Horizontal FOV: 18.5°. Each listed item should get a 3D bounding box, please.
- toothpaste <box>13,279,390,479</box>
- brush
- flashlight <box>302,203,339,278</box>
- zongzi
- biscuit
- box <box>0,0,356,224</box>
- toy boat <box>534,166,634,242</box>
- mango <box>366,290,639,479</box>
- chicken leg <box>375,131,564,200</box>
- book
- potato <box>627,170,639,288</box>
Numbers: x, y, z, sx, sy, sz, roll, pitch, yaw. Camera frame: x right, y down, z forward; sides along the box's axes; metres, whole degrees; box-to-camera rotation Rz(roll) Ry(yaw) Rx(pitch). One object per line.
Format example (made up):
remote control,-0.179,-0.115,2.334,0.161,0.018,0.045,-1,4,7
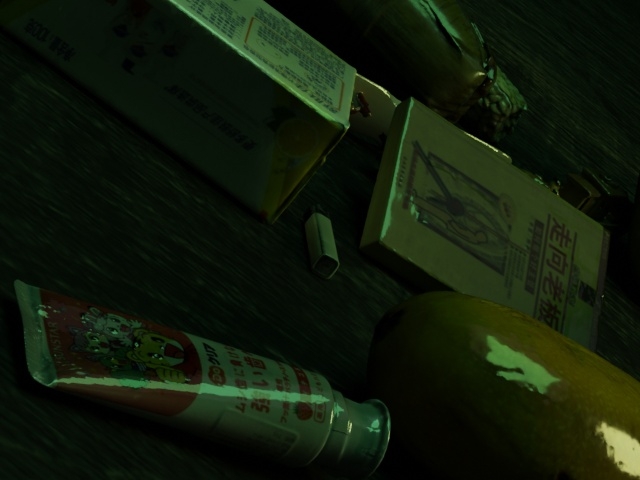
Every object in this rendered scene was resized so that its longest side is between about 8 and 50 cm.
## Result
toothpaste,-0.069,0.085,1.121,0.234,0.057,0.089,20,28,-28
brush,0.048,-0.104,1.736,0.321,0.060,0.050,25,37,-37
flashlight,0.000,0.000,1.471,0.018,0.018,0.083,31,21,-20
zongzi,0.068,-0.244,1.970,0.286,0.138,0.300,44,17,3
biscuit,0.145,-0.177,2.058,0.168,0.070,0.082,46,24,9
box,-0.105,-0.148,1.485,0.265,0.097,0.168,35,20,-12
toy boat,0.267,-0.038,1.971,0.064,0.072,0.206,48,20,27
mango,0.154,0.131,1.323,0.295,0.120,0.177,32,13,-27
chicken leg,0.144,-0.034,1.734,0.228,0.088,0.103,32,32,-7
book,0.142,0.001,1.616,0.231,0.026,0.161,32,50,-22
potato,0.415,-0.054,1.991,0.210,0.307,0.173,16,-10,-42
